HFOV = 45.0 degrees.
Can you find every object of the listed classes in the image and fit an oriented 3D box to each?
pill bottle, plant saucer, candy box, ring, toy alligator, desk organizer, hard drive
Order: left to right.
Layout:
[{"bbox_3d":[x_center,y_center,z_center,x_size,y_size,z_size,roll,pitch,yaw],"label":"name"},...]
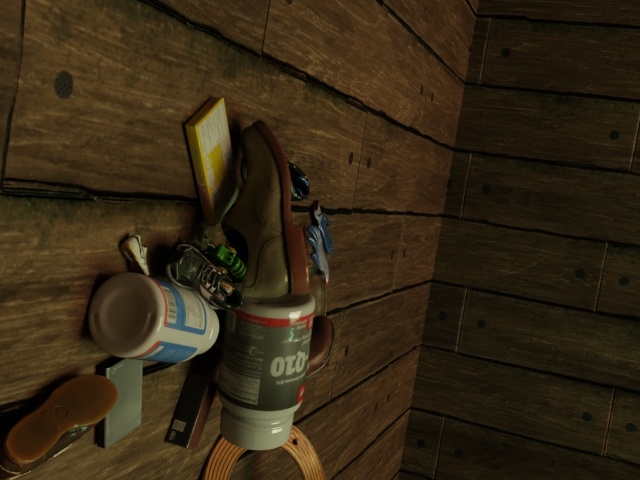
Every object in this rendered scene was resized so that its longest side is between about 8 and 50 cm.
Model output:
[{"bbox_3d":[-0.313,0.242,1.206,0.094,0.022,0.135,-29,126,-65],"label":"hard drive"},{"bbox_3d":[-0.244,0.125,1.188,0.221,0.124,0.124,36,66,-68],"label":"pill bottle"},{"bbox_3d":[-0.235,0.315,1.421,0.050,0.047,0.130,60,45,-64],"label":"desk organizer"},{"bbox_3d":[-0.186,-0.136,1.351,0.105,0.027,0.205,-63,155,-48],"label":"candy box"},{"bbox_3d":[-0.172,0.038,1.441,0.189,0.051,0.056,69,36,-55],"label":"toy alligator"},{"bbox_3d":[-0.104,0.229,1.432,0.161,0.161,0.283,-30,130,-65],"label":"pill bottle"},{"bbox_3d":[-0.118,0.543,1.639,0.337,0.032,0.336,19,61,-39],"label":"ring"},{"bbox_3d":[-0.064,0.208,1.824,0.311,0.050,0.310,11,90,-71],"label":"plant saucer"}]

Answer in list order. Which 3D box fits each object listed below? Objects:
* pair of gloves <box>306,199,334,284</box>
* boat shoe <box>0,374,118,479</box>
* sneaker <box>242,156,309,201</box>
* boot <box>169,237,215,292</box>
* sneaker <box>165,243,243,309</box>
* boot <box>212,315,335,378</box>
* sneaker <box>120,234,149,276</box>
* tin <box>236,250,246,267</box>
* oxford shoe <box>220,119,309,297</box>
[{"bbox_3d":[0.000,0.000,1.871,0.198,0.023,0.159,-83,160,-49],"label":"pair of gloves"},{"bbox_3d":[-0.359,0.248,1.034,0.073,0.073,0.207,-47,171,28],"label":"boat shoe"},{"bbox_3d":[-0.074,-0.081,1.544,0.216,0.121,0.079,72,35,-53],"label":"sneaker"},{"bbox_3d":[-0.224,0.064,1.327,0.099,0.045,0.121,39,61,-66],"label":"boot"},{"bbox_3d":[-0.182,0.064,1.280,0.178,0.077,0.071,47,60,-55],"label":"sneaker"},{"bbox_3d":[-0.095,0.191,1.617,0.264,0.096,0.280,-48,132,-24],"label":"boot"},{"bbox_3d":[-0.276,0.026,1.184,0.083,0.032,0.037,81,28,-44],"label":"sneaker"},{"bbox_3d":[-0.121,-0.018,1.501,0.106,0.040,0.189,-44,159,-37],"label":"tin"},{"bbox_3d":[-0.113,-0.062,1.346,0.123,0.130,0.348,98,-19,-59],"label":"oxford shoe"}]
